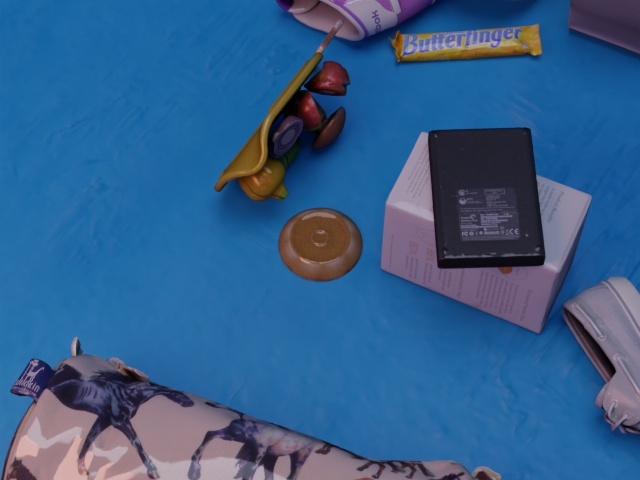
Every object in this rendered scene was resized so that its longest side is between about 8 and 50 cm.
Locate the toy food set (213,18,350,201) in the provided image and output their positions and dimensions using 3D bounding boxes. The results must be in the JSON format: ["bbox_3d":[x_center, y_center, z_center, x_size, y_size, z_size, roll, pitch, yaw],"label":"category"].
[{"bbox_3d":[-0.018,-0.113,1.503,0.071,0.128,0.218,37,60,-3],"label":"toy food set"}]

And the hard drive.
[{"bbox_3d":[0.147,-0.040,1.358,0.094,0.022,0.135,-2,62,0],"label":"hard drive"}]

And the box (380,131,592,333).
[{"bbox_3d":[0.153,-0.006,1.428,0.170,0.130,0.091,22,63,11],"label":"box"}]

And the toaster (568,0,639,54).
[{"bbox_3d":[0.339,-0.298,1.577,0.110,0.186,0.168,21,70,14],"label":"toaster"}]

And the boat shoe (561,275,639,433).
[{"bbox_3d":[0.287,0.138,1.383,0.081,0.079,0.227,-21,56,-4],"label":"boat shoe"}]

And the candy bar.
[{"bbox_3d":[0.153,-0.208,1.607,0.161,0.018,0.040,-3,60,-3],"label":"candy bar"}]

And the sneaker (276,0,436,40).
[{"bbox_3d":[-0.007,-0.332,1.633,0.161,0.102,0.282,-34,66,-14],"label":"sneaker"}]

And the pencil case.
[{"bbox_3d":[-0.065,0.216,1.285,0.410,0.160,0.184,15,76,9],"label":"pencil case"}]

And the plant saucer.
[{"bbox_3d":[0.000,0.000,1.490,0.083,0.015,0.083,0,60,0],"label":"plant saucer"}]
